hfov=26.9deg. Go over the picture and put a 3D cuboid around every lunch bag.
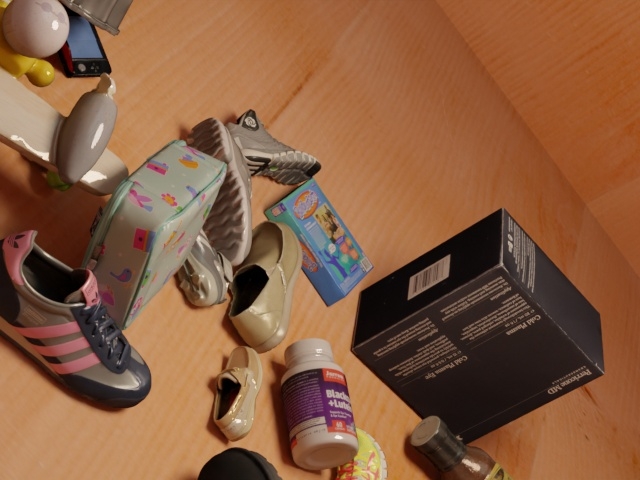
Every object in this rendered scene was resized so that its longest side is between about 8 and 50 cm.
[{"bbox_3d":[-0.249,-0.007,1.916,0.108,0.224,0.279,31,30,4],"label":"lunch bag"}]

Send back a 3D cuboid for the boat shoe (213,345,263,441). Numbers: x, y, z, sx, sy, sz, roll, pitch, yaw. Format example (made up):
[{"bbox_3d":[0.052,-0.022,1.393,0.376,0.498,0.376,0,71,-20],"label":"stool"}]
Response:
[{"bbox_3d":[-0.130,0.222,2.036,0.059,0.063,0.170,45,31,-35],"label":"boat shoe"}]

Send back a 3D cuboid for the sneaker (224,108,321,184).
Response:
[{"bbox_3d":[-0.093,-0.182,2.473,0.228,0.086,0.132,8,53,-54],"label":"sneaker"}]

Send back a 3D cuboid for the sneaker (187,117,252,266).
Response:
[{"bbox_3d":[-0.146,-0.076,2.262,0.115,0.105,0.281,34,39,-48],"label":"sneaker"}]

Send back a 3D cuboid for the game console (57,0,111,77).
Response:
[{"bbox_3d":[-0.391,-0.342,2.145,0.124,0.085,0.144,-8,69,-42],"label":"game console"}]

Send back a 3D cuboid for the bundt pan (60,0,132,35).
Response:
[{"bbox_3d":[-0.407,-0.463,2.059,0.331,0.124,0.331,39,7,-5],"label":"bundt pan"}]

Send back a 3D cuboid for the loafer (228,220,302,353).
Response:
[{"bbox_3d":[-0.095,0.059,2.211,0.092,0.102,0.268,44,31,-36],"label":"loafer"}]

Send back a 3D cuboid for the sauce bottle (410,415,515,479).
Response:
[{"bbox_3d":[0.293,0.454,2.432,0.344,0.111,0.111,45,31,-21],"label":"sauce bottle"}]

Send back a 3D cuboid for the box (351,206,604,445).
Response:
[{"bbox_3d":[0.290,0.168,2.460,0.312,0.343,0.179,46,30,-23],"label":"box"}]

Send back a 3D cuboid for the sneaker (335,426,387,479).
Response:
[{"bbox_3d":[0.055,0.390,2.146,0.094,0.081,0.208,20,46,-46],"label":"sneaker"}]

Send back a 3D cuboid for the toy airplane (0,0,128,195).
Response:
[{"bbox_3d":[-0.442,-0.221,1.757,0.386,0.272,0.384,-13,74,-60],"label":"toy airplane"}]

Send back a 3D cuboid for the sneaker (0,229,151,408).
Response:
[{"bbox_3d":[-0.320,0.108,1.774,0.319,0.131,0.112,40,32,-30],"label":"sneaker"}]

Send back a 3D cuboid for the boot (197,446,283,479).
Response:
[{"bbox_3d":[-0.224,0.393,1.660,0.445,0.146,0.367,21,43,-42],"label":"boot"}]

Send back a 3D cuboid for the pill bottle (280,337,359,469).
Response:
[{"bbox_3d":[-0.006,0.259,2.147,0.108,0.108,0.193,27,41,-44],"label":"pill bottle"}]

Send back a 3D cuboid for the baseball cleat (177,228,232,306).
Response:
[{"bbox_3d":[-0.203,0.008,2.135,0.109,0.072,0.206,-4,75,-61],"label":"baseball cleat"}]

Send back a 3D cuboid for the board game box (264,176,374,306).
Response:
[{"bbox_3d":[0.000,0.000,2.475,0.210,0.047,0.160,57,29,-4],"label":"board game box"}]

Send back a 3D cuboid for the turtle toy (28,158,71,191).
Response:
[{"bbox_3d":[-0.380,-0.129,1.972,0.130,0.095,0.066,-88,158,-46],"label":"turtle toy"}]
